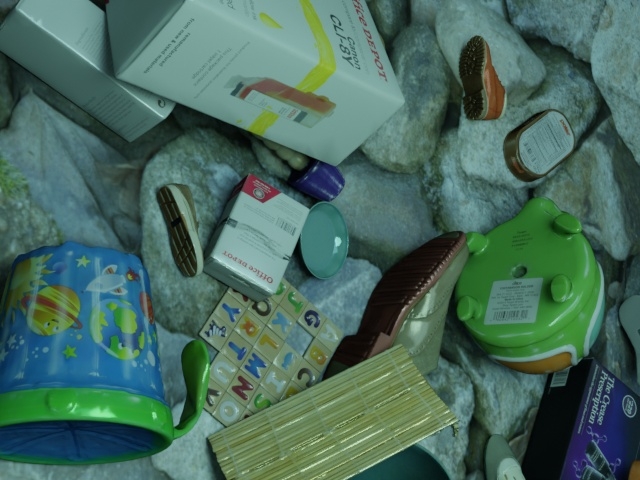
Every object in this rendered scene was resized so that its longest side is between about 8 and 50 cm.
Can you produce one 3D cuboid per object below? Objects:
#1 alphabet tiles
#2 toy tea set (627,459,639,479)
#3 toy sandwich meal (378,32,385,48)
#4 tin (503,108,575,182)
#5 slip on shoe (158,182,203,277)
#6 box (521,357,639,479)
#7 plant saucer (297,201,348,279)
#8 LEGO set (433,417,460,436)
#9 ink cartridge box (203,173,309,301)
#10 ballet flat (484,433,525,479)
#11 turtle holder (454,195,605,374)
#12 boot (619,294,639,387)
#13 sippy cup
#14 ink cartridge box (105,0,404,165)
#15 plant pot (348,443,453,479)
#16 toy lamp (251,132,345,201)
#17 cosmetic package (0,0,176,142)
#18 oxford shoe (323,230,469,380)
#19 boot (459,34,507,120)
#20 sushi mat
[{"bbox_3d":[-0.085,0.166,1.363,0.198,0.009,0.237,43,57,-19],"label":"alphabet tiles"},{"bbox_3d":[0.623,0.455,1.638,0.336,0.124,0.200,7,91,-61],"label":"toy tea set"},{"bbox_3d":[0.073,-0.330,1.592,0.085,0.029,0.086,16,59,-28],"label":"toy sandwich meal"},{"bbox_3d":[0.423,-0.183,1.797,0.189,0.040,0.106,-36,104,-36],"label":"tin"},{"bbox_3d":[-0.187,-0.016,1.316,0.041,0.051,0.135,-14,80,-48],"label":"slip on shoe"},{"bbox_3d":[0.468,0.367,1.648,0.184,0.103,0.261,39,59,-24],"label":"box"},{"bbox_3d":[0.000,0.000,1.441,0.119,0.021,0.119,1,89,-51],"label":"plant saucer"},{"bbox_3d":[0.200,0.291,1.523,0.083,0.023,0.054,9,73,-33],"label":"LEGO set"},{"bbox_3d":[-0.096,-0.002,1.357,0.109,0.063,0.151,31,61,-17],"label":"ink cartridge box"},{"bbox_3d":[0.314,0.426,1.542,0.072,0.068,0.213,11,72,-33],"label":"ballet flat"},{"bbox_3d":[0.353,0.080,1.584,0.227,0.243,0.320,52,15,-38],"label":"turtle holder"},{"bbox_3d":[0.659,0.225,1.783,0.123,0.095,0.258,29,39,-30],"label":"boot"},{"bbox_3d":[-0.289,0.131,1.109,0.305,0.240,0.224,53,30,-61],"label":"sippy cup"},{"bbox_3d":[-0.093,-0.302,1.297,0.384,0.160,0.279,18,44,-41],"label":"ink cartridge box"},{"bbox_3d":[0.052,0.428,1.255,0.290,0.290,0.195,-40,131,-35],"label":"plant pot"},{"bbox_3d":[-0.075,-0.157,1.410,0.274,0.080,0.080,39,59,-22],"label":"toy lamp"},{"bbox_3d":[-0.305,-0.240,1.246,0.231,0.117,0.086,38,58,-23],"label":"cosmetic package"},{"bbox_3d":[0.142,0.134,1.473,0.130,0.123,0.348,47,67,-20],"label":"oxford shoe"},{"bbox_3d":[0.305,-0.297,1.732,0.084,0.059,0.158,0,86,-38],"label":"boot"},{"bbox_3d":[0.015,0.260,1.285,0.316,0.019,0.151,-24,55,-15],"label":"sushi mat"}]
